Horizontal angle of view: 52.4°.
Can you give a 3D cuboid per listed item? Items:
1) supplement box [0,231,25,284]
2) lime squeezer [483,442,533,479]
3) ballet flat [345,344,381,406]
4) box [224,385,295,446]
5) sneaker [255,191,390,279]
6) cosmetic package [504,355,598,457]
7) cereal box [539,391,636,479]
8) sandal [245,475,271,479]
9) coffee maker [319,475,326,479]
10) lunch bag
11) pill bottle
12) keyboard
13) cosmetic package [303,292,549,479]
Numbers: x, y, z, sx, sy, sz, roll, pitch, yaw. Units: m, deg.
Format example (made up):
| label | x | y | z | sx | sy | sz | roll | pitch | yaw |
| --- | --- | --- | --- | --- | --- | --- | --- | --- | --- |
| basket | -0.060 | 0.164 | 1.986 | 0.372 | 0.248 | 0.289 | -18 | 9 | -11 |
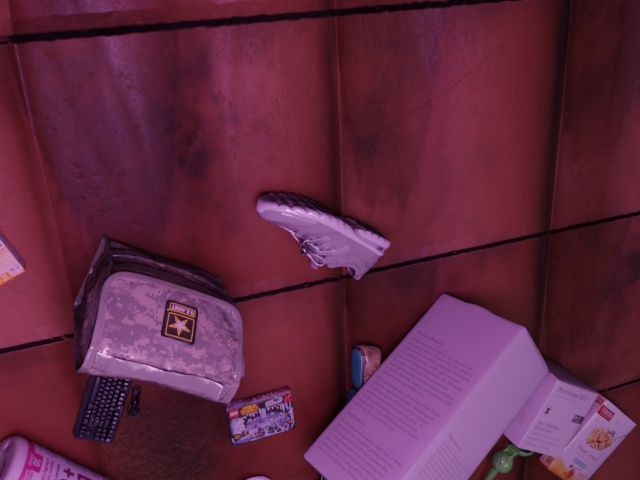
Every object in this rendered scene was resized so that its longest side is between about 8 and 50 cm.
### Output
| label | x | y | z | sx | sy | sz | roll | pitch | yaw |
| --- | --- | --- | --- | --- | --- | --- | --- | --- | --- |
| supplement box | -0.521 | 0.021 | 1.024 | 0.062 | 0.036 | 0.098 | -32 | 119 | -8 |
| lime squeezer | 0.498 | 0.552 | 1.650 | 0.310 | 0.059 | 0.110 | -36 | 120 | -6 |
| ballet flat | 0.097 | 0.314 | 1.381 | 0.067 | 0.073 | 0.206 | -6 | 116 | -29 |
| box | -0.123 | 0.360 | 1.333 | 0.137 | 0.027 | 0.094 | -13 | 114 | -17 |
| sneaker | 0.000 | 0.000 | 1.188 | 0.281 | 0.105 | 0.115 | 23 | 101 | -29 |
| cosmetic package | 0.510 | 0.379 | 1.526 | 0.151 | 0.151 | 0.184 | 21 | 102 | -29 |
| cereal box | 0.713 | 0.536 | 1.735 | 0.173 | 0.047 | 0.240 | 37 | 95 | -30 |
| sandal | -0.115 | 0.625 | 1.419 | 0.102 | 0.076 | 0.265 | -23 | 118 | -12 |
| coffee maker | 0.108 | 0.547 | 1.428 | 0.178 | 0.120 | 0.171 | -14 | 135 | 15 |
| lunch bag | -0.257 | 0.135 | 1.036 | 0.235 | 0.287 | 0.169 | 22 | 102 | -27 |
| pill bottle | -0.469 | 0.480 | 1.166 | 0.160 | 0.160 | 0.283 | -47 | 121 | 2 |
| keyboard | -0.382 | 0.296 | 1.204 | 0.108 | 0.023 | 0.180 | 14 | 106 | -27 |
| cosmetic package | 0.212 | 0.342 | 1.288 | 0.453 | 0.230 | 0.161 | -46 | 124 | -15 |
